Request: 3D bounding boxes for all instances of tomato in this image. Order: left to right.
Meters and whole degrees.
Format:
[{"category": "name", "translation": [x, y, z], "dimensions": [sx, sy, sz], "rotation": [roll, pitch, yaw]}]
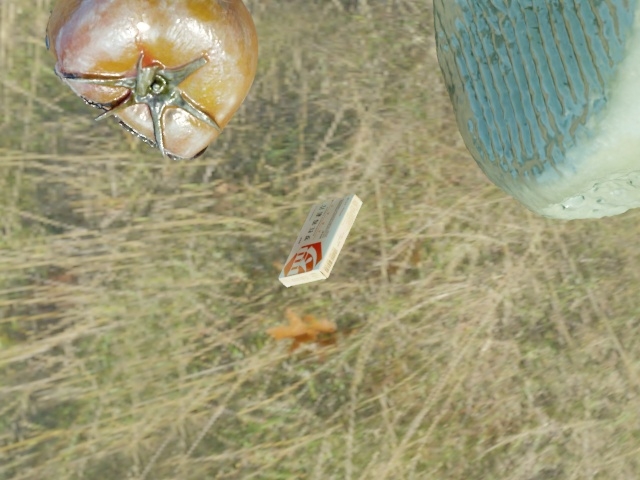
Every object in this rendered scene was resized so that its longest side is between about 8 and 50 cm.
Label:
[{"category": "tomato", "translation": [-0.150, -0.205, 1.188], "dimensions": [0.155, 0.214, 0.181], "rotation": [-39, 37, 32]}]

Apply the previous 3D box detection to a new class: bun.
[{"category": "bun", "translation": [0.146, -0.116, 0.625], "dimensions": [0.221, 0.108, 0.221], "rotation": [180, 90, -67]}]

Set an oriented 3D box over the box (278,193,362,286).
[{"category": "box", "translation": [0.000, 0.000, 1.107], "dimensions": [0.058, 0.093, 0.015], "rotation": [-12, 133, 45]}]
